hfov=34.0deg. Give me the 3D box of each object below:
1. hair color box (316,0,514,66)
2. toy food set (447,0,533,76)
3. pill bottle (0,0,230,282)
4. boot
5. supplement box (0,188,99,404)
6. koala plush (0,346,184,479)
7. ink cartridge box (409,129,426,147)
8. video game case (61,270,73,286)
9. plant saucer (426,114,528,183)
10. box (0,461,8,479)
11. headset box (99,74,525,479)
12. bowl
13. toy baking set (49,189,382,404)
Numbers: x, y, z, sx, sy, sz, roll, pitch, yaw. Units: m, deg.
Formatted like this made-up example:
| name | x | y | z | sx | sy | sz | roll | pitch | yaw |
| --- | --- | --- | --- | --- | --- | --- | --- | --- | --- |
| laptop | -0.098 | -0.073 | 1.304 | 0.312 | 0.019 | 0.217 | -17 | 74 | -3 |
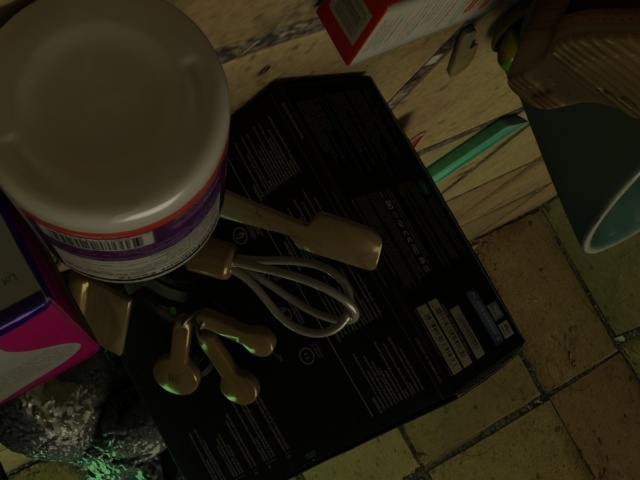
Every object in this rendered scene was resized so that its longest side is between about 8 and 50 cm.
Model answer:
| name | x | y | z | sx | sy | sz | roll | pitch | yaw |
| --- | --- | --- | --- | --- | --- | --- | --- | --- | --- |
| hair color box | 0.074 | -0.157 | 0.614 | 0.141 | 0.043 | 0.072 | -25 | 170 | -24 |
| toy food set | 0.204 | -0.188 | 0.889 | 0.192 | 0.038 | 0.132 | -29 | 172 | 0 |
| pill bottle | -0.100 | -0.038 | 0.520 | 0.108 | 0.108 | 0.193 | -27 | 173 | -11 |
| boot | 0.206 | -0.163 | 0.558 | 0.207 | 0.090 | 0.248 | -54 | -164 | -2 |
| supplement box | -0.204 | 0.029 | 0.570 | 0.111 | 0.114 | 0.220 | -28 | 171 | -11 |
| koala plush | -0.216 | 0.155 | 0.966 | 0.196 | 0.203 | 0.221 | -5 | 162 | 45 |
| ink cartridge box | 0.000 | 0.000 | 1.146 | 0.261 | 0.066 | 0.296 | -31 | 177 | -6 |
| video game case | -0.188 | 0.047 | 1.063 | 0.274 | 0.026 | 0.196 | -20 | 168 | -46 |
| plant saucer | 0.187 | -0.112 | 1.400 | 0.192 | 0.018 | 0.067 | -35 | 170 | 35 |
| box | -0.301 | 0.346 | 0.637 | 0.297 | 0.480 | 0.472 | -26 | 161 | -11 |
| headset box | -0.033 | 0.052 | 0.819 | 0.283 | 0.246 | 0.131 | -35 | 171 | 33 |
| bowl | 0.269 | -0.151 | 0.782 | 0.311 | 0.163 | 0.311 | -33 | 162 | -12 |
| toy baking set | -0.081 | 0.018 | 0.710 | 0.256 | 0.197 | 0.030 | -40 | -165 | 38 |
